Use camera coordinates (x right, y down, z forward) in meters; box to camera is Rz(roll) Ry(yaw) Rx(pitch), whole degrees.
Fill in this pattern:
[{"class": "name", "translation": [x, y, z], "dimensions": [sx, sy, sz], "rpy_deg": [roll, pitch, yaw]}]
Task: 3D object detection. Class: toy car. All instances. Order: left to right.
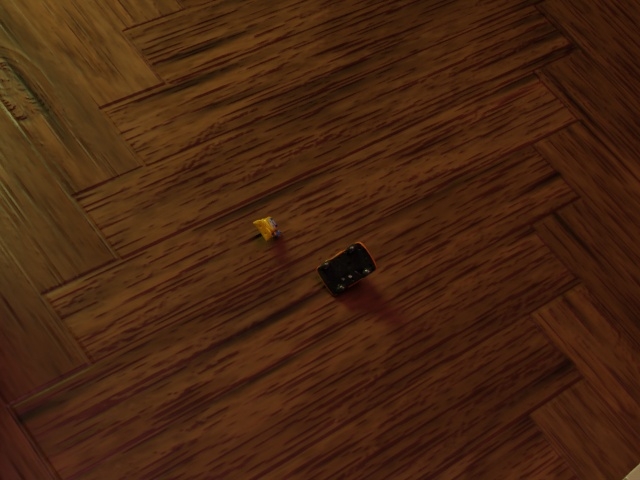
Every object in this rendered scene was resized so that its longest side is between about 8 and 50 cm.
[{"class": "toy car", "translation": [0.000, 0.000, 1.251], "dimensions": [0.122, 0.060, 0.040], "rpy_deg": [40, 21, 5]}]

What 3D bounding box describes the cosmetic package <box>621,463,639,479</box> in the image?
[{"class": "cosmetic package", "translation": [0.315, 0.259, 1.157], "dimensions": [0.041, 0.060, 0.115], "rpy_deg": [-31, 70, -34]}]
